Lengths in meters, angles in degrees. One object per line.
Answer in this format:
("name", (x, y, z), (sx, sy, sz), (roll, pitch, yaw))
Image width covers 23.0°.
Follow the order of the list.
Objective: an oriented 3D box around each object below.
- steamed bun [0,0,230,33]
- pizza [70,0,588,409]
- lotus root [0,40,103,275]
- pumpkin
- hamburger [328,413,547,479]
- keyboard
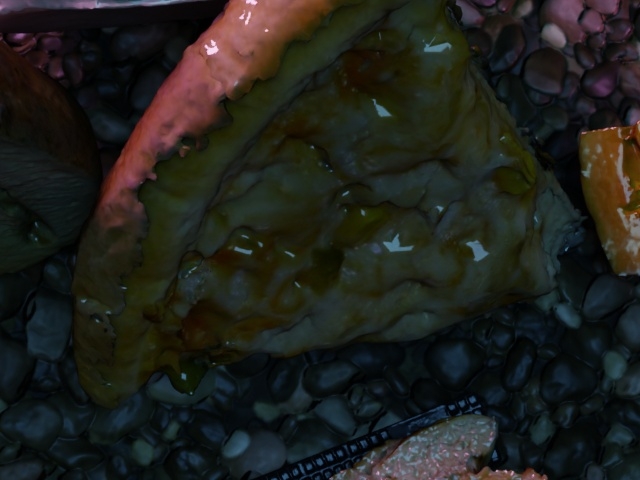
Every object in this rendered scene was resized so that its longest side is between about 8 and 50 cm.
("steamed bun", (-0.120, -0.258, 1.106), (0.324, 0.324, 0.206), (-5, 96, -8))
("pizza", (-0.026, -0.007, 1.118), (0.392, 0.435, 0.080), (-29, 48, 9))
("lotus root", (-0.274, -0.065, 1.104), (0.267, 0.260, 0.149), (-18, 74, 20))
("pumpkin", (0.367, -0.050, 1.203), (0.281, 0.190, 0.139), (-10, 90, -21))
("hamburger", (0.040, 0.256, 1.167), (0.283, 0.156, 0.144), (-34, 59, -13))
("keyboard", (0.041, 0.184, 1.243), (0.204, 0.013, 0.061), (-20, 89, -9))
